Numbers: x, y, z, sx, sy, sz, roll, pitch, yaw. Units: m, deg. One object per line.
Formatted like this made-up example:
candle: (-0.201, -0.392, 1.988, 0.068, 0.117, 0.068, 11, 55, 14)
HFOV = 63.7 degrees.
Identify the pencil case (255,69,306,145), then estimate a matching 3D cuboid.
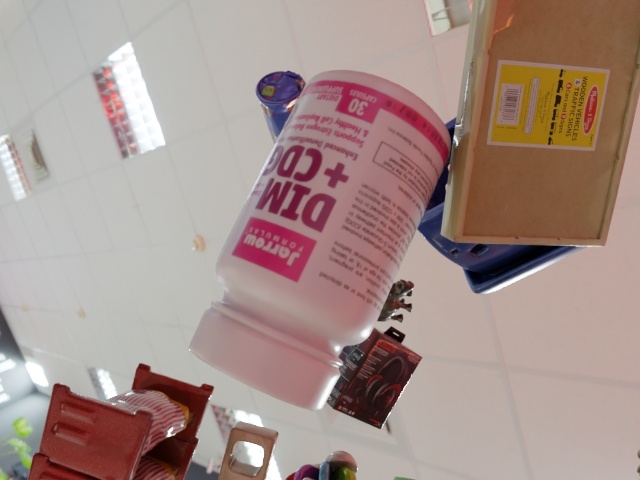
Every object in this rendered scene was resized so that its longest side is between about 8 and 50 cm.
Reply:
pencil case: (-0.076, -0.309, 1.353, 0.119, 0.133, 0.306, 34, -19, 24)

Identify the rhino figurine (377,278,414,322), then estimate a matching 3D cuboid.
rhino figurine: (0.183, 0.152, 1.334, 0.243, 0.106, 0.073, 100, -8, -63)

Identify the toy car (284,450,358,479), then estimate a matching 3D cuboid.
toy car: (-0.008, 0.524, 1.074, 0.136, 0.159, 0.182, 33, -56, -20)

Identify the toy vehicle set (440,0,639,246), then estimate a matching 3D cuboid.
toy vehicle set: (0.216, -0.127, 0.491, 0.035, 0.165, 0.267, -123, -144, -72)

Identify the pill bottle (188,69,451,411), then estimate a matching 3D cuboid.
pill bottle: (0.000, 0.000, 0.491, 0.160, 0.160, 0.283, 16, -104, 38)

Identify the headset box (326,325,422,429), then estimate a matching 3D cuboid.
headset box: (0.161, 0.400, 1.587, 0.218, 0.293, 0.110, 34, -4, -31)

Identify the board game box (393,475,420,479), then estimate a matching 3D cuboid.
board game box: (0.158, 0.335, 0.349, 0.317, 0.214, 0.046, 29, -27, -7)

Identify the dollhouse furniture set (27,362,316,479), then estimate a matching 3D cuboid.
dollhouse furniture set: (-0.112, 0.278, 0.606, 0.373, 0.201, 0.152, 15, -95, 7)

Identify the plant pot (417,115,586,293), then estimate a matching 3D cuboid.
plant pot: (0.279, -0.070, 0.814, 0.236, 0.236, 0.212, -31, -63, 19)

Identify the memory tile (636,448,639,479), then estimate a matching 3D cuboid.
memory tile: (0.414, 0.230, 0.549, 0.147, 0.012, 0.113, -20, -52, 8)
